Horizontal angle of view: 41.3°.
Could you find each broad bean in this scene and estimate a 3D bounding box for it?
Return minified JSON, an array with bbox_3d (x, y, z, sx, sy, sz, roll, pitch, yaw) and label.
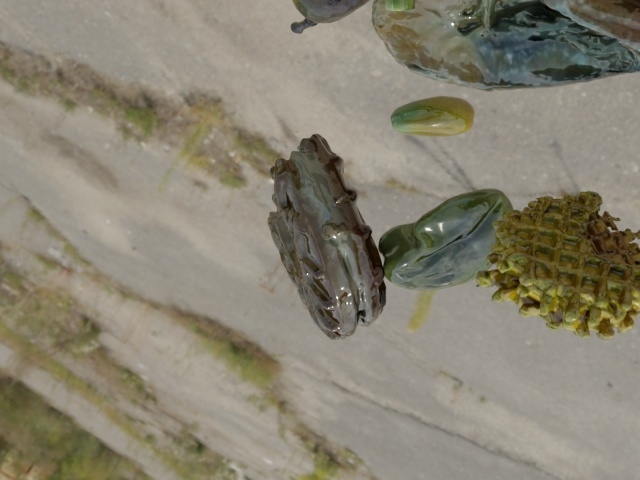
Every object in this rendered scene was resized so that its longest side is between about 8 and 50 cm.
[{"bbox_3d":[0.185,0.005,1.223,0.207,0.072,0.153,-24,134,23],"label":"broad bean"}]

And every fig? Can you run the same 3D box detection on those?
[{"bbox_3d":[0.004,-0.419,1.391,0.170,0.145,0.274,46,148,4],"label":"fig"}]

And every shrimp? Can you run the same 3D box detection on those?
[{"bbox_3d":[0.272,-0.266,0.998,0.446,0.109,0.221,6,146,23],"label":"shrimp"}]

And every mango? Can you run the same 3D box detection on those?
[{"bbox_3d":[0.257,-0.284,1.960,0.195,0.091,0.130,-5,178,-10],"label":"mango"}]

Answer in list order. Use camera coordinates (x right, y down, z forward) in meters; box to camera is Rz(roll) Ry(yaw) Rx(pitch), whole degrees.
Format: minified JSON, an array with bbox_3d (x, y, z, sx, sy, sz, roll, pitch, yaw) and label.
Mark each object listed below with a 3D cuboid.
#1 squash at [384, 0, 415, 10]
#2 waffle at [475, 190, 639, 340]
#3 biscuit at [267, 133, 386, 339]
[{"bbox_3d":[0.069,-0.244,0.737,0.027,0.027,0.083,14,117,36],"label":"squash"},{"bbox_3d":[0.294,0.022,0.980,0.193,0.197,0.070,38,147,27],"label":"waffle"},{"bbox_3d":[0.008,0.014,1.281,0.366,0.115,0.268,100,146,-77],"label":"biscuit"}]
